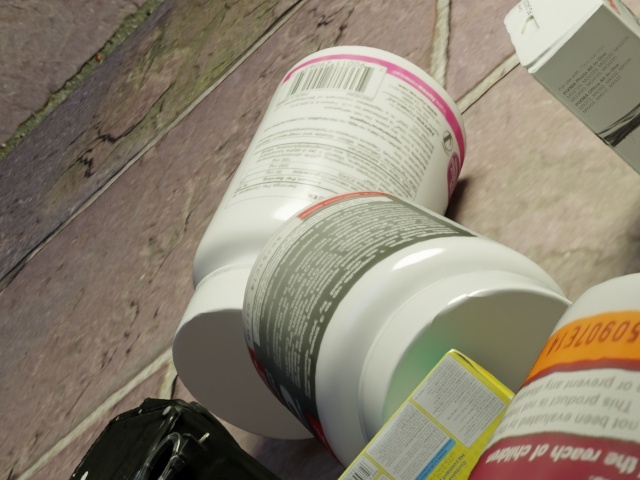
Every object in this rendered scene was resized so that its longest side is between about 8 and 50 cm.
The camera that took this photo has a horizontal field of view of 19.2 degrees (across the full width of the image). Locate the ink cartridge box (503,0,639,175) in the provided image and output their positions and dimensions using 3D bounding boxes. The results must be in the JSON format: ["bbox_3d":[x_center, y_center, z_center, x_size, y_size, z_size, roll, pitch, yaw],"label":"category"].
[{"bbox_3d":[0.191,-0.093,1.154,0.063,0.150,0.109,-44,19,15],"label":"ink cartridge box"}]

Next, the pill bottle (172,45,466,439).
[{"bbox_3d":[0.000,0.000,1.401,0.160,0.160,0.283,-32,24,42],"label":"pill bottle"}]

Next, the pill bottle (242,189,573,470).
[{"bbox_3d":[0.059,0.068,1.122,0.161,0.161,0.283,-50,17,-2],"label":"pill bottle"}]

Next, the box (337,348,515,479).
[{"bbox_3d":[0.100,0.149,0.921,0.105,0.179,0.043,-49,-26,1],"label":"box"}]

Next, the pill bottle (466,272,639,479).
[{"bbox_3d":[0.093,0.224,0.626,0.392,0.224,0.224,-56,19,-23],"label":"pill bottle"}]

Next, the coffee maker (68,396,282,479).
[{"bbox_3d":[-0.056,0.188,1.120,0.120,0.178,0.171,-53,16,-3],"label":"coffee maker"}]
